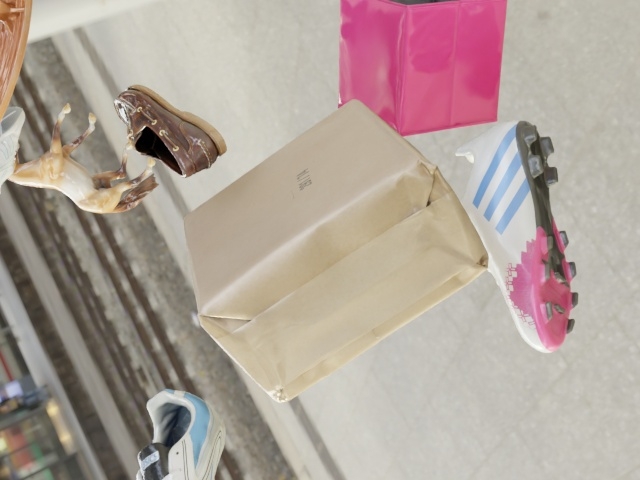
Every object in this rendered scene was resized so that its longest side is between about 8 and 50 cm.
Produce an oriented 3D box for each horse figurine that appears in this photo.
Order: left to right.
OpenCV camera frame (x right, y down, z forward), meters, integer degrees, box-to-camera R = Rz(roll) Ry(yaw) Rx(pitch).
[{"bbox_3d":[-0.401,-0.119,1.628,0.263,0.174,0.066,33,-167,-32],"label":"horse figurine"}]

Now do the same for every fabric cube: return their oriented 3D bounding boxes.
[{"bbox_3d":[0.203,-0.381,1.949,0.254,0.259,0.258,34,130,53],"label":"fabric cube"}]

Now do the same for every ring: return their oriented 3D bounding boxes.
[{"bbox_3d":[-0.435,-0.221,1.094,0.336,0.032,0.337,-10,74,40],"label":"ring"}]

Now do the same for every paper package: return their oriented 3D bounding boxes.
[{"bbox_3d":[0.000,0.000,1.168,0.168,0.309,0.325,55,-178,-23],"label":"paper package"}]

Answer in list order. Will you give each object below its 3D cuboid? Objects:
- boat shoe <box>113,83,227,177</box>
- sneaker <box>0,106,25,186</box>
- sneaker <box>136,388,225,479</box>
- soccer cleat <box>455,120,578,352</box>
[{"bbox_3d":[-0.209,-0.140,1.212,0.207,0.073,0.073,29,152,41],"label":"boat shoe"},{"bbox_3d":[-0.496,-0.137,1.468,0.053,0.152,0.061,10,156,25],"label":"sneaker"},{"bbox_3d":[-0.132,0.239,0.861,0.086,0.085,0.237,33,-150,-30],"label":"sneaker"},{"bbox_3d":[0.256,-0.002,1.289,0.143,0.116,0.331,-17,63,33],"label":"soccer cleat"}]
